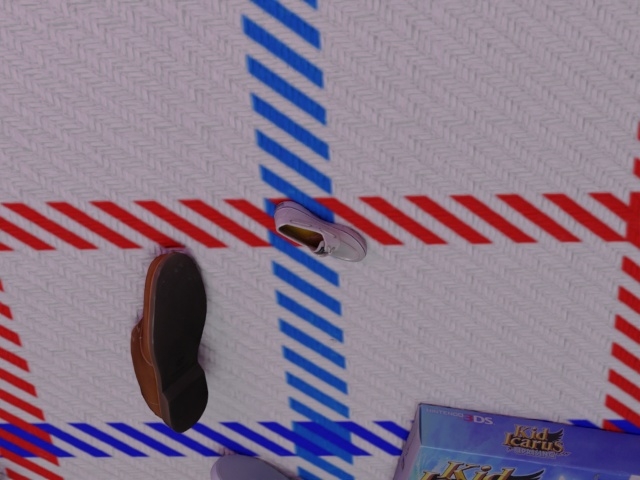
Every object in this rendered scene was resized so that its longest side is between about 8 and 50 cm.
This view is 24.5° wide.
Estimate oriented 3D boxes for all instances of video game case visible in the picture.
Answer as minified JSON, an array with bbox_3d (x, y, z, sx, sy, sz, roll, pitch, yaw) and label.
[{"bbox_3d":[0.213,0.295,1.638,0.269,0.061,0.244,9,134,-5],"label":"video game case"}]

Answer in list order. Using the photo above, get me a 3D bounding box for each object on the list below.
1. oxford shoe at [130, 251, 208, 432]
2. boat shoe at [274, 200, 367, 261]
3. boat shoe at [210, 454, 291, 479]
[{"bbox_3d":[-0.160,0.094,1.454,0.076,0.076,0.212,30,133,31],"label":"oxford shoe"},{"bbox_3d":[0.000,0.000,1.366,0.100,0.035,0.035,30,129,-24],"label":"boat shoe"},{"bbox_3d":[-0.058,0.305,1.659,0.183,0.065,0.083,27,130,-23],"label":"boat shoe"}]
